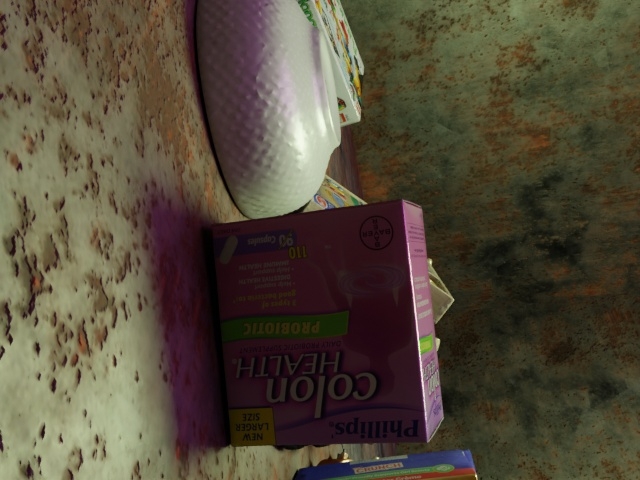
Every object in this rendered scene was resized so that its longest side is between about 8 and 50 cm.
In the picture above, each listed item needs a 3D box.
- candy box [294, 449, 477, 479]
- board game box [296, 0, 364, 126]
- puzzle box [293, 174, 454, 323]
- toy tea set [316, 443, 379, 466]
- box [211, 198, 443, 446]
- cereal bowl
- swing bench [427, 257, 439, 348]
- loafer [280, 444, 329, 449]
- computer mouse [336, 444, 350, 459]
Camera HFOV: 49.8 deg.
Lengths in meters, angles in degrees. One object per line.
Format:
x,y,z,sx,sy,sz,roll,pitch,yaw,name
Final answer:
0.112,0.486,0.998,0.122,0.268,0.317,6,76,-85,candy box
-0.001,-0.366,1.142,0.193,0.053,0.305,-84,155,-47,board game box
0.074,-0.016,1.216,0.052,0.272,0.409,-54,-170,11,puzzle box
0.084,0.394,1.164,0.200,0.124,0.335,-9,94,-47,toy tea set
0.010,0.090,0.755,0.117,0.214,0.242,2,82,-72,box
-0.054,-0.203,0.962,0.339,0.141,0.338,-9,90,-83,cereal bowl
0.128,0.159,1.494,0.253,0.165,0.254,-160,-122,-68,swing bench
-0.019,0.257,1.005,0.078,0.076,0.223,63,11,23,loafer
0.031,0.414,1.366,0.071,0.041,0.242,51,26,-73,computer mouse
